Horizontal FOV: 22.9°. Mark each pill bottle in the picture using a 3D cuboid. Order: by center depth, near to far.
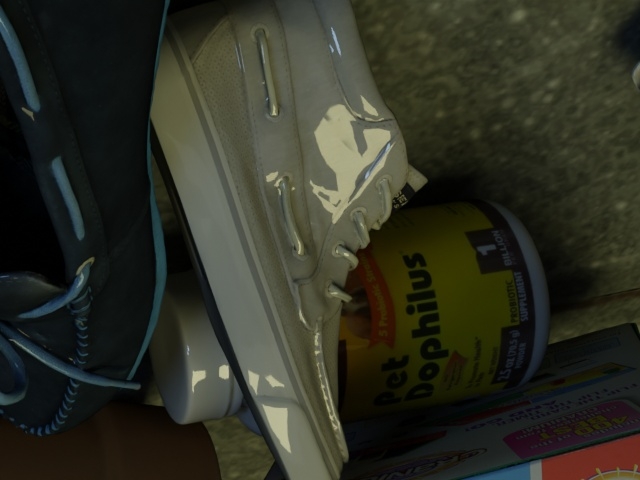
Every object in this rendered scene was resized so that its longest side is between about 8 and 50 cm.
[{"bbox_3d":[0.014,0.045,0.904,0.215,0.117,0.117,-9,143,-21],"label":"pill bottle"}]

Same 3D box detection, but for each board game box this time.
[{"bbox_3d":[0.089,0.132,0.925,0.242,0.064,0.316,-16,-176,9],"label":"board game box"}]

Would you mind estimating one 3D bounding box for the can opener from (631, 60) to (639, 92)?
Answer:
[{"bbox_3d":[0.281,-0.149,0.815,0.076,0.095,0.283,16,131,-44],"label":"can opener"}]

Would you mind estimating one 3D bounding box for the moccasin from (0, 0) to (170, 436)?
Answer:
[{"bbox_3d":[-0.148,-0.024,0.695,0.117,0.138,0.342,-48,155,-40],"label":"moccasin"}]

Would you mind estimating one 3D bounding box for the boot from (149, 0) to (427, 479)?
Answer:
[{"bbox_3d":[0.000,0.000,0.773,0.123,0.095,0.258,-21,110,-9],"label":"boot"}]

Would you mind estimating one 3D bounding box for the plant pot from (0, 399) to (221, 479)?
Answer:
[{"bbox_3d":[-0.200,0.221,0.902,0.203,0.291,0.291,14,133,-21],"label":"plant pot"}]
